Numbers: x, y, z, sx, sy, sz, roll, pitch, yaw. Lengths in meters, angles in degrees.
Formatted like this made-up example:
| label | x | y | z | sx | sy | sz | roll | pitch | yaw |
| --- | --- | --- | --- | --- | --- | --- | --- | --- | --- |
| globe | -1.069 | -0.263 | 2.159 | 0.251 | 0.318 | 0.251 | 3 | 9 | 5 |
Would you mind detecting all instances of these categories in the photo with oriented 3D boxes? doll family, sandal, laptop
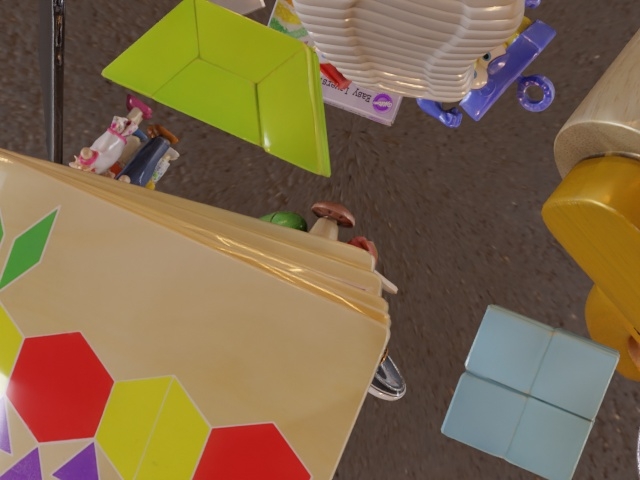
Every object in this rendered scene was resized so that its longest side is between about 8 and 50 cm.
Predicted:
| label | x | y | z | sx | sy | sz | roll | pitch | yaw |
| --- | --- | --- | --- | --- | --- | --- | --- | --- | --- |
| doll family | -0.238 | -0.061 | 1.289 | 0.118 | 0.263 | 0.163 | 36 | 80 | -5 |
| sandal | 0.067 | -0.201 | 0.866 | 0.169 | 0.416 | 0.102 | 9 | 86 | 1 |
| laptop | -0.221 | -0.344 | 1.307 | 0.236 | 0.382 | 0.408 | -1 | 120 | -16 |

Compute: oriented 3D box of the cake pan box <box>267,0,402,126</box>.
| label | x | y | z | sx | sy | sz | roll | pitch | yaw |
| --- | --- | --- | --- | --- | --- | --- | --- | --- | --- |
| cake pan box | 0.049 | -0.347 | 1.785 | 0.267 | 0.070 | 0.246 | 22 | 94 | 4 |

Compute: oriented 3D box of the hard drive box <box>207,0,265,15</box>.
| label | x | y | z | sx | sy | sz | roll | pitch | yaw |
| --- | --- | --- | --- | --- | --- | --- | --- | --- | --- |
| hard drive box | -0.176 | -0.470 | 1.598 | 0.089 | 0.181 | 0.232 | -22 | 132 | -2 |

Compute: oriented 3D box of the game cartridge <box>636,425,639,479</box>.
| label | x | y | z | sx | sy | sz | roll | pitch | yaw |
| --- | --- | --- | --- | --- | --- | --- | --- | --- | --- |
| game cartridge | 0.358 | 0.217 | 1.114 | 0.017 | 0.056 | 0.083 | 10 | 83 | -41 |

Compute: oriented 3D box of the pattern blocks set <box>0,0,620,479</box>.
| label | x | y | z | sx | sy | sz | roll | pitch | yaw |
| --- | --- | --- | --- | --- | --- | --- | --- | --- | --- |
| pattern blocks set | -0.077 | 0.053 | 0.391 | 0.325 | 0.026 | 0.285 | 32 | 99 | 13 |

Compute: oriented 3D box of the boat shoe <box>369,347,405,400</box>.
| label | x | y | z | sx | sy | sz | roll | pitch | yaw |
| --- | --- | --- | --- | --- | --- | --- | --- | --- | --- |
| boat shoe | 0.079 | 0.171 | 1.651 | 0.183 | 0.065 | 0.083 | 44 | 135 | -9 |

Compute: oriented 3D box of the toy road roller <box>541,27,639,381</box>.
| label | x | y | z | sx | sy | sz | roll | pitch | yaw |
| --- | --- | --- | --- | --- | --- | --- | --- | --- | --- |
| toy road roller | 0.260 | 0.001 | 0.705 | 0.329 | 0.240 | 0.202 | 46 | 73 | -18 |

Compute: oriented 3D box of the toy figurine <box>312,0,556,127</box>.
| label | x | y | z | sx | sy | sz | roll | pitch | yaw |
| --- | --- | --- | --- | --- | --- | --- | --- | --- | --- |
| toy figurine | 0.183 | -0.238 | 1.093 | 0.217 | 0.191 | 0.362 | 48 | 127 | 7 |

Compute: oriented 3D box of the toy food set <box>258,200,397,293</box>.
| label | x | y | z | sx | sy | sz | roll | pitch | yaw |
| --- | --- | --- | --- | --- | --- | --- | --- | --- | --- |
| toy food set | 0.000 | 0.000 | 1.215 | 0.128 | 0.218 | 0.071 | 34 | 70 | -36 |
